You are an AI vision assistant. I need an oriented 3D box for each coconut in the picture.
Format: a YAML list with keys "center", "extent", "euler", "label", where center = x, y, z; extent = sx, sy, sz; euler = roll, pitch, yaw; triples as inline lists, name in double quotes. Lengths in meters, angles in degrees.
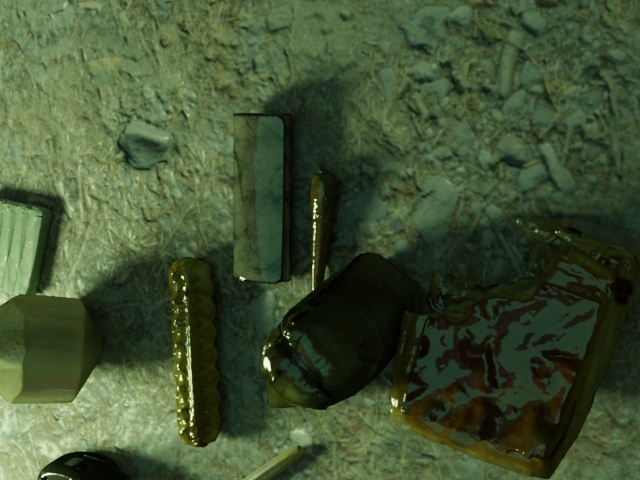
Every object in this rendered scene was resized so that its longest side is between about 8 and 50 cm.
- center: [-0.539, 0.216, 1.843]
  extent: [0.241, 0.241, 0.241]
  euler: [4, 99, 26]
  label: "coconut"

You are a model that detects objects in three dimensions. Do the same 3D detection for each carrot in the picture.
- center: [0.000, 0.000, 1.639]
  extent: [0.049, 0.049, 0.255]
  euler: [11, 104, 25]
  label: "carrot"

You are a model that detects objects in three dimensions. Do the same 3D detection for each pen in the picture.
- center: [-0.118, 0.444, 1.767]
  extent: [0.233, 0.032, 0.040]
  euler: [-39, 56, 24]
  label: "pen"

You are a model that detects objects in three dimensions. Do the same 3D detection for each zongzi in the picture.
- center: [-0.035, 0.218, 1.515]
  extent: [0.174, 0.356, 0.393]
  euler: [47, 116, 6]
  label: "zongzi"

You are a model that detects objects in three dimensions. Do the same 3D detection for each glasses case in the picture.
- center: [-0.105, -0.076, 1.669]
  extent: [0.114, 0.060, 0.299]
  euler: [4, 99, 26]
  label: "glasses case"

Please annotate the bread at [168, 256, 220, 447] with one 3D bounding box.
- center: [-0.236, 0.213, 1.769]
  extent: [0.077, 0.084, 0.368]
  euler: [-169, 75, -69]
  label: "bread"

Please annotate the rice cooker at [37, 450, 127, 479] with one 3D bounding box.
- center: [-0.485, 0.507, 1.906]
  extent: [0.203, 0.118, 0.142]
  euler: [0, 97, 30]
  label: "rice cooker"

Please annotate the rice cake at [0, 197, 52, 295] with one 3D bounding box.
- center: [-0.651, 0.011, 1.965]
  extent: [0.189, 0.037, 0.198]
  euler: [13, 102, 24]
  label: "rice cake"

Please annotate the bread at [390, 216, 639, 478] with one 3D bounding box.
- center: [0.297, 0.148, 1.435]
  extent: [0.314, 0.191, 0.370]
  euler: [18, 93, 28]
  label: "bread"
